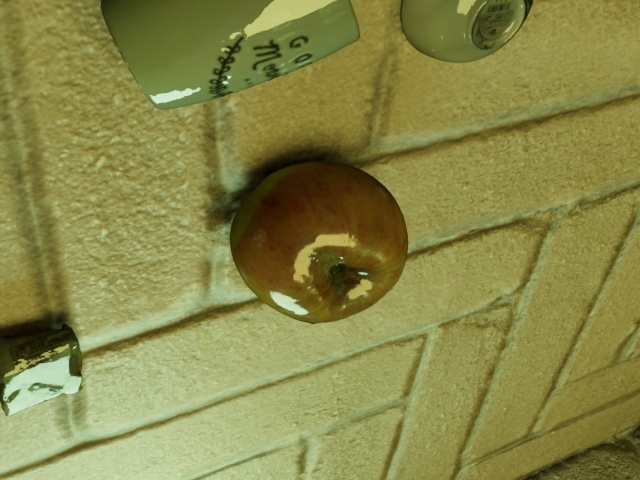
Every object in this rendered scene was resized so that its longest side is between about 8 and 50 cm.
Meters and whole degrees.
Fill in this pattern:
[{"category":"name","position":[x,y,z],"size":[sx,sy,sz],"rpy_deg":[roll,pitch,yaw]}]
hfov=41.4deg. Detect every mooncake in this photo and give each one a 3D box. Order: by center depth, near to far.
[{"category":"mooncake","position":[-0.407,0.177,1.218],"size":[0.125,0.073,0.130],"rpy_deg":[-15,140,-28]}]

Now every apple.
[{"category":"apple","position":[0.000,0.000,1.235],"size":[0.261,0.194,0.261],"rpy_deg":[-19,137,-19]}]

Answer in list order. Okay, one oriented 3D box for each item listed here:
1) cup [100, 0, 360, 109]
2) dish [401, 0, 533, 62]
[{"category":"cup","position":[-0.096,-0.244,0.944],"size":[0.234,0.186,0.258],"rpy_deg":[-27,170,3]},{"category":"dish","position":[0.225,-0.326,1.140],"size":[0.236,0.086,0.228],"rpy_deg":[9,125,-42]}]
